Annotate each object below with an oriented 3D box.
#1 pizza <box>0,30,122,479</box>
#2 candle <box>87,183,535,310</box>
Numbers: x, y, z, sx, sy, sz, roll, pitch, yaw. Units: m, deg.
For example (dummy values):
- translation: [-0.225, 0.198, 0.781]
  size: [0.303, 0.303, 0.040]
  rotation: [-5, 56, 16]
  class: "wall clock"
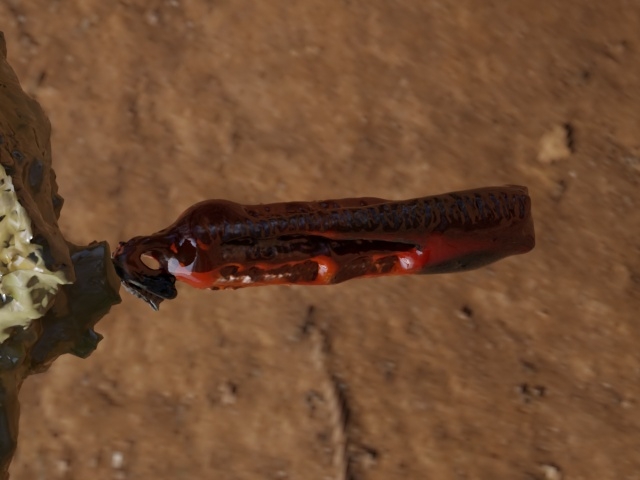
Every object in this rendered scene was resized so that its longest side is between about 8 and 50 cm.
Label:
- translation: [-0.169, 0.043, 0.745]
  size: [0.223, 0.089, 0.323]
  rotation: [22, 90, 43]
  class: "pizza"
- translation: [0.000, 0.000, 1.110]
  size: [0.084, 0.302, 0.059]
  rotation: [-40, 62, 50]
  class: "candle"
